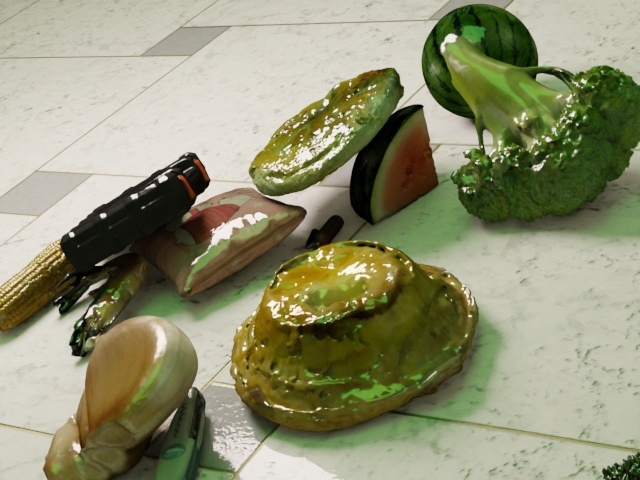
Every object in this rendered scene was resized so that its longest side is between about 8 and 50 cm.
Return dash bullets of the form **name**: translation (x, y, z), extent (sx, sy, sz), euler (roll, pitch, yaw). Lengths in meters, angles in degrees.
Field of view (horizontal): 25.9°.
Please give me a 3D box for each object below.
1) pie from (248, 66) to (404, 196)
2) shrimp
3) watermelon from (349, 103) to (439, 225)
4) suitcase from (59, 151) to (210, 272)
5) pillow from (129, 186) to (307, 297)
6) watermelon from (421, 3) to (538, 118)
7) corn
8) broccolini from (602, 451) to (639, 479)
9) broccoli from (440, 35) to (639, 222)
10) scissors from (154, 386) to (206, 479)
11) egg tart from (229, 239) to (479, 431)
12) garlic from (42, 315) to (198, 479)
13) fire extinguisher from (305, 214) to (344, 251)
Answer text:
- **pie**: translation (0.005, -0.159, 2.058), extent (0.277, 0.078, 0.277), euler (-34, 12, 8)
- **shrimp**: translation (-0.337, 0.090, 2.017), extent (0.152, 0.046, 0.219), euler (-10, 35, 29)
- **watermelon**: translation (0.094, -0.119, 2.115), extent (0.145, 0.137, 0.193), euler (24, 88, 50)
- **suitcase**: translation (-0.274, -0.046, 2.100), extent (0.206, 0.066, 0.285), euler (-30, 8, 7)
- **pillow**: translation (-0.154, -0.007, 2.064), extent (0.223, 0.084, 0.236), euler (-32, 24, -17)
- **watermelon**: translation (0.258, -0.279, 2.243), extent (0.188, 0.188, 0.215), euler (-14, 58, 5)
- **corn**: translation (-0.429, 0.065, 2.107), extent (0.068, 0.068, 0.207), euler (5, 36, 35)
- **broccolini**: translation (0.270, 0.323, 1.225), extent (0.078, 0.074, 0.392), euler (-14, 25, 21)
- **broccoli**: translation (0.300, -0.135, 1.970), extent (0.302, 0.186, 0.254), euler (14, 80, 45)
- **scissors**: translation (-0.168, 0.265, 1.616), extent (0.138, 0.041, 0.289), euler (-17, 27, 16)
- **egg tart**: translation (0.034, 0.095, 1.732), extent (0.341, 0.129, 0.341), euler (-12, 27, 6)
- **garlic**: translation (-0.231, 0.192, 1.689), extent (0.217, 0.110, 0.228), euler (-41, 28, 22)
- **fire extinguisher**: translation (-0.002, -0.006, 2.037), extent (0.046, 0.032, 0.100), euler (8, 29, 21)
